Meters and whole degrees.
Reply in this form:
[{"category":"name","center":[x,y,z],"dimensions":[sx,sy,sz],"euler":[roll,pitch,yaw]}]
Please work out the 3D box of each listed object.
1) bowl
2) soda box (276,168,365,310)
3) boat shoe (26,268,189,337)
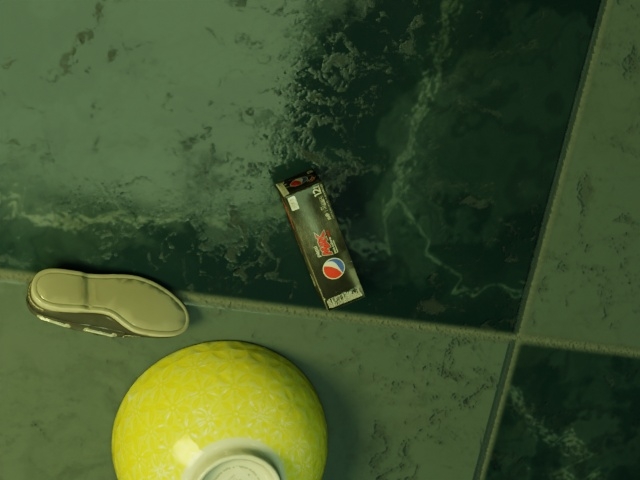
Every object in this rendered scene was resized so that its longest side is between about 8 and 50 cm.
[{"category":"bowl","center":[-0.119,0.289,1.911],"dimensions":[0.289,0.156,0.290],"euler":[-4,110,-10]},{"category":"soda box","center":[0.000,0.000,1.884],"dimensions":[0.053,0.060,0.169],"euler":[-22,112,-5]},{"category":"boat shoe","center":[-0.267,0.084,1.869],"dimensions":[0.206,0.075,0.065],"euler":[14,149,-22]}]
